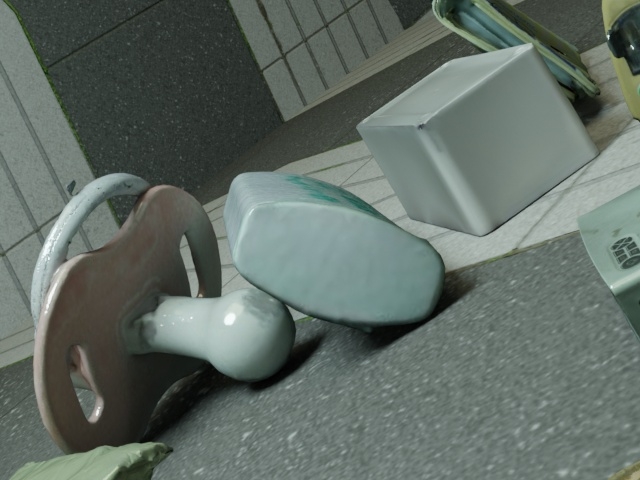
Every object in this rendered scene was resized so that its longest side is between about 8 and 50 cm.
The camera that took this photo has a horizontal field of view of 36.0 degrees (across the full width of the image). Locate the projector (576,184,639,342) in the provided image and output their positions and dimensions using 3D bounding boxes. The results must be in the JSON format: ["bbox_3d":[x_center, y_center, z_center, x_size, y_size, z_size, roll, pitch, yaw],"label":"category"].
[{"bbox_3d":[0.237,0.002,0.635,0.115,0.061,0.147,-31,13,15],"label":"projector"}]

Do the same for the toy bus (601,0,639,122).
[{"bbox_3d":[0.373,-0.185,0.685,0.177,0.202,0.365,-41,14,-26],"label":"toy bus"}]

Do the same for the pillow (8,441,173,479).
[{"bbox_3d":[-0.267,0.285,0.809,0.274,0.076,0.280,-23,22,48],"label":"pillow"}]

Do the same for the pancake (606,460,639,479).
[{"bbox_3d":[0.157,0.134,0.421,0.152,0.025,0.151,-31,14,9],"label":"pancake"}]

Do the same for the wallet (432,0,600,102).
[{"bbox_3d":[0.241,-0.254,1.241,0.077,0.223,0.309,-52,3,18],"label":"wallet"}]

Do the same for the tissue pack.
[{"bbox_3d":[0.163,-0.114,1.095,0.159,0.136,0.246,-35,12,-7],"label":"tissue pack"}]

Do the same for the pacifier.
[{"bbox_3d":[-0.170,0.084,1.028,0.220,0.273,0.332,-58,-4,39],"label":"pacifier"}]

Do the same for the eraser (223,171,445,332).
[{"bbox_3d":[0.000,0.000,0.990,0.290,0.189,0.104,-129,51,-77],"label":"eraser"}]
